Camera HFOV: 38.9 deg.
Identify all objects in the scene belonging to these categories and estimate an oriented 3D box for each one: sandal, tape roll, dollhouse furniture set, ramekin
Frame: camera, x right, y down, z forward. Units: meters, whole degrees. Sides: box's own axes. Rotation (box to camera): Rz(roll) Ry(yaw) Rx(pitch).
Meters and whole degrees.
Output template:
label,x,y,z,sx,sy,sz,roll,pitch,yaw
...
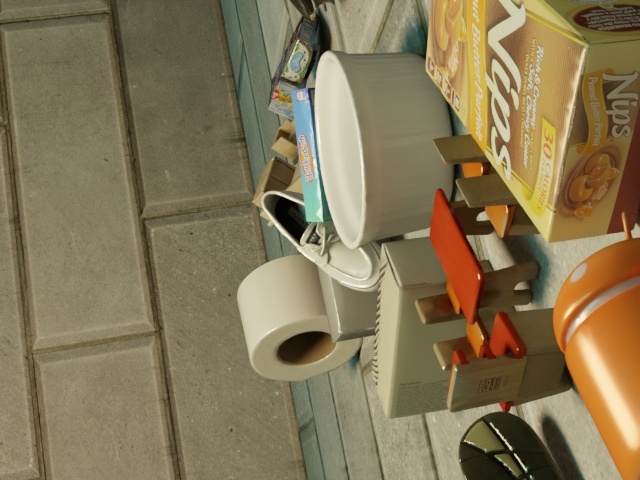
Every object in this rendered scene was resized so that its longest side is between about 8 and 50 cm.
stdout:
label,x,y,z,sx,sy,sz,roll,pitch,yaw
sandal,0.239,0.317,0.945,0.086,0.120,0.302,52,-163,-46
tape roll,-0.047,0.168,1.955,0.246,0.246,0.169,94,164,-51
dollhouse furniture set,0.165,0.052,0.983,0.259,0.135,0.262,-109,15,-46
ramekin,0.086,-0.134,1.273,0.277,0.135,0.277,171,90,-80
dollhouse furniture set,0.040,-0.164,1.745,0.355,0.174,0.303,-39,28,47

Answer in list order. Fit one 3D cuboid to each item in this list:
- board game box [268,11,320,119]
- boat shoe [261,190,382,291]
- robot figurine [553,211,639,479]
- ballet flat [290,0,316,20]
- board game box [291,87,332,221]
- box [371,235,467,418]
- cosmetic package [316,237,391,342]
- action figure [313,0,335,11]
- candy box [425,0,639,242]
label,x,y,z,sx,sy,sz,roll,pitch,yaw
board game box,-0.051,-0.346,1.858,0.194,0.060,0.194,-83,18,-49
boat shoe,0.000,0.000,1.494,0.258,0.084,0.095,33,99,30
robot figurine,0.240,0.089,0.625,0.158,0.128,0.219,36,-152,-45
ballet flat,-0.042,-0.462,1.600,0.057,0.049,0.173,38,163,46
board game box,0.038,-0.146,1.461,0.047,0.160,0.210,3,102,50
box,0.139,0.125,1.268,0.094,0.113,0.275,-108,15,-47
cosmetic package,0.063,0.050,1.584,0.107,0.127,0.237,123,140,-73
action figure,0.000,-0.518,1.555,0.285,0.099,0.185,68,-179,-66
candy box,0.188,-0.166,0.812,0.316,0.088,0.182,-110,16,-50
